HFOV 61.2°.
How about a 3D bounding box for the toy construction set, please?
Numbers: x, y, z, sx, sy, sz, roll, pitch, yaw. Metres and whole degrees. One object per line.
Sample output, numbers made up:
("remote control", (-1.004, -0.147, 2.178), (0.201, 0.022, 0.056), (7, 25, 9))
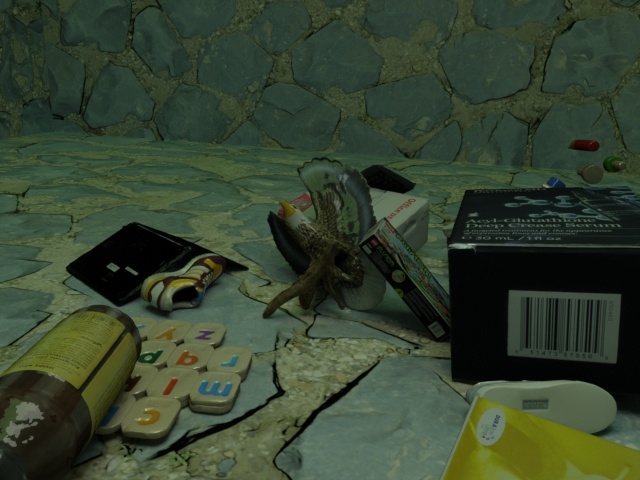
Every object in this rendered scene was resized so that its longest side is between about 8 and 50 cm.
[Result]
("toy construction set", (0.568, -0.081, 1.266), (0.258, 0.308, 0.237), (12, 14, 3))

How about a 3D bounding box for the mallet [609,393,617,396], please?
("mallet", (0.430, 0.207, 0.745), (0.190, 0.039, 0.062), (-8, 17, -20))

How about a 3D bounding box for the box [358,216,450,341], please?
("box", (0.152, 0.062, 0.922), (0.036, 0.207, 0.114), (-38, 4, 23))

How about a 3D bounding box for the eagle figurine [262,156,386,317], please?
("eagle figurine", (-0.004, -0.010, 1.029), (0.227, 0.225, 0.298), (-7, 25, 3))

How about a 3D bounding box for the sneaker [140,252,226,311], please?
("sneaker", (-0.228, 0.082, 0.988), (0.084, 0.069, 0.185), (25, 33, 30))

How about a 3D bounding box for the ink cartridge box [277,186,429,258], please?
("ink cartridge box", (0.078, -0.033, 1.236), (0.283, 0.117, 0.207), (16, 35, 33))

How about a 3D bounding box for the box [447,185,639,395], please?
("box", (0.373, 0.050, 0.877), (0.294, 0.211, 0.395), (0, 16, 18))

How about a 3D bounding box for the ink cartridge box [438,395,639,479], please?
("ink cartridge box", (0.216, 0.273, 0.382), (0.307, 0.072, 0.304), (11, 29, 27))

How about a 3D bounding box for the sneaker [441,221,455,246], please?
("sneaker", (0.415, 0.015, 1.139), (0.294, 0.146, 0.102), (-8, 9, 23))

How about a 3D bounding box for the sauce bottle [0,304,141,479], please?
("sauce bottle", (-0.273, 0.167, 0.527), (0.112, 0.111, 0.344), (2, 12, -2))

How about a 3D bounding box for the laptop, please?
("laptop", (-0.336, 0.056, 1.122), (0.234, 0.136, 0.264), (18, 49, 41))

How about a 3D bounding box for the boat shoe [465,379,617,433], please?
("boat shoe", (0.275, 0.206, 0.684), (0.184, 0.066, 0.063), (-2, 0, -7))

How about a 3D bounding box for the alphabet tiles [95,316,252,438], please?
("alphabet tiles", (-0.245, 0.178, 0.745), (0.284, 0.021, 0.278), (4, 18, 4))

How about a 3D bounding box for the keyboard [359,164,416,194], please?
("keyboard", (0.128, -0.097, 1.396), (0.202, 0.033, 0.317), (24, -23, -23))
